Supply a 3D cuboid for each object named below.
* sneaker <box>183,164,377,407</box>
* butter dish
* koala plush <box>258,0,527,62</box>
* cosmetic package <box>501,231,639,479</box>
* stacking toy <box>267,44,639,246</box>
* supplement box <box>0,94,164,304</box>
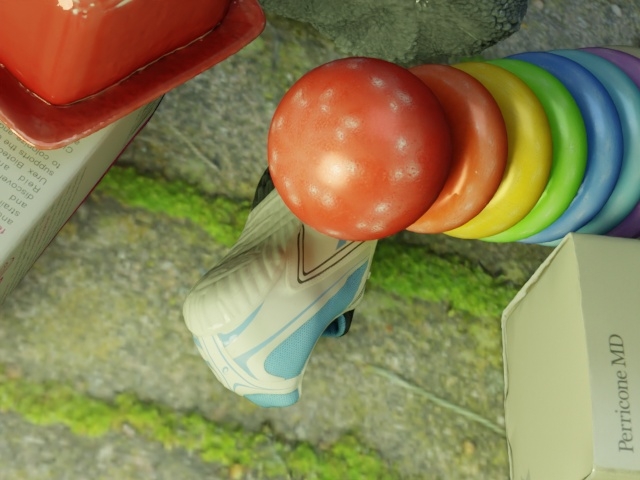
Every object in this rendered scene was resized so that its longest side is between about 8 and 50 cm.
[{"bbox_3d":[0.000,0.000,0.632,0.237,0.085,0.086,-56,128,-42],"label":"sneaker"},{"bbox_3d":[-0.105,-0.150,0.483,0.160,0.118,0.160,-37,85,-36],"label":"butter dish"},{"bbox_3d":[0.062,-0.255,0.734,0.203,0.196,0.221,29,54,-25],"label":"koala plush"},{"bbox_3d":[0.271,0.099,0.637,0.296,0.129,0.153,5,61,-8],"label":"cosmetic package"},{"bbox_3d":[0.100,-0.055,0.607,0.330,0.141,0.141,-4,65,-50],"label":"stacking toy"},{"bbox_3d":[-0.172,-0.048,0.538,0.114,0.111,0.220,34,54,-7],"label":"supplement box"}]
